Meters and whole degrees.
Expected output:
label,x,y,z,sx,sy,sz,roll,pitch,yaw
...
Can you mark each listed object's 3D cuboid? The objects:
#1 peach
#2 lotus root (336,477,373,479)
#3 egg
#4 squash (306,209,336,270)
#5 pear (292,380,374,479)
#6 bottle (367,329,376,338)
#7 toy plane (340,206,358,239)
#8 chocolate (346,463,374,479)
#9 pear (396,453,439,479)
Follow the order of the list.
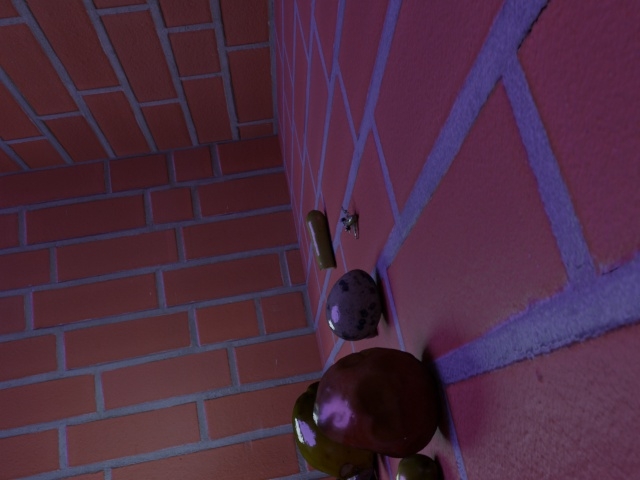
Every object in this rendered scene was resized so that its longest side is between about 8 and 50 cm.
label,x,y,z,sx,sy,sz,roll,pitch,yaw
peach,0.103,0.313,1.130,0.214,0.236,0.214,-4,-90,-88
lotus root,0.142,0.870,2.134,0.078,0.167,0.329,-59,21,16
egg,0.085,0.161,1.472,0.141,0.141,0.181,-156,75,-82
squash,0.000,0.000,2.261,0.083,0.083,0.250,103,155,-74
pear,0.047,0.612,1.918,0.321,0.269,0.269,48,158,26
bottle,0.126,0.220,1.617,0.045,0.045,0.096,143,115,-83
toy plane,0.081,-0.052,1.639,0.102,0.040,0.111,61,173,6
chocolate,0.128,0.739,2.123,0.303,0.101,0.185,-119,31,-62
pear,0.198,0.471,1.186,0.097,0.092,0.092,-38,51,34
